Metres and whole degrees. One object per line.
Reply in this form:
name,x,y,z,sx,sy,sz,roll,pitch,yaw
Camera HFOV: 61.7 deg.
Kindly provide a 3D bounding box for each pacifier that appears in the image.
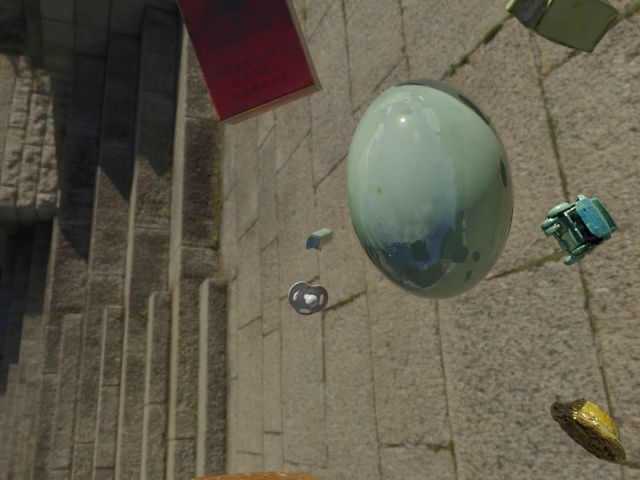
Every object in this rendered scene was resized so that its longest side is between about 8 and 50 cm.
pacifier,-0.026,0.142,1.266,0.078,0.099,0.081,-158,80,-75

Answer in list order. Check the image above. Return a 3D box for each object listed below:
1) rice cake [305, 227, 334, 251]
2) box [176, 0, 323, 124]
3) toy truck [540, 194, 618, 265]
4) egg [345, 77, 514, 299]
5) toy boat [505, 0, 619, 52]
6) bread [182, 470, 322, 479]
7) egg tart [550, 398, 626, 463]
rice cake,0.000,0.000,1.183,0.180,0.030,0.042,-28,-49,-77
box,-0.143,-0.401,1.007,0.089,0.197,0.313,-40,-68,-75
toy truck,0.751,-0.035,1.552,0.155,0.156,0.279,63,-172,17
egg,0.181,-0.092,0.912,0.276,0.276,0.389,141,126,-60
toy boat,0.499,-0.446,1.066,0.111,0.276,0.084,-62,38,32
bread,-0.044,0.303,0.532,0.184,0.234,0.110,8,83,41
egg tart,0.432,0.298,0.856,0.129,0.049,0.129,44,165,15
